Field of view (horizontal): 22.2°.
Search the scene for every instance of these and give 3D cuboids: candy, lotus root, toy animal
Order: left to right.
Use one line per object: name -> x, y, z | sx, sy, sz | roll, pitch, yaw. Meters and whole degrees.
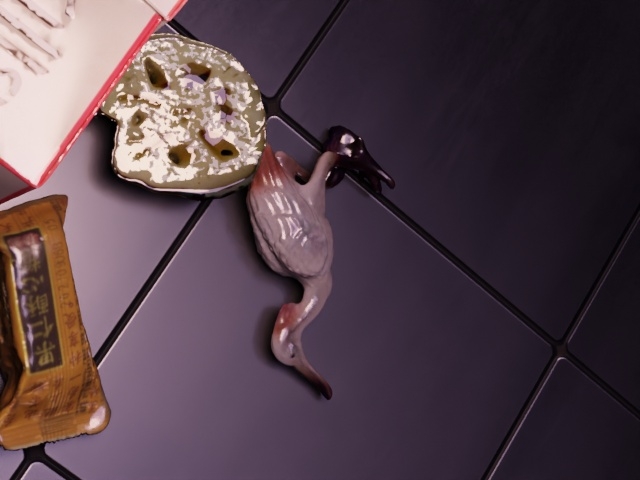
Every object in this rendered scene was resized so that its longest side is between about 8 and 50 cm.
candy -> -0.312, 0.093, 1.769 | 0.143, 0.101, 0.271 | -15, 98, -33
lotus root -> -0.165, -0.136, 1.871 | 0.204, 0.078, 0.183 | 19, 80, -16
toy animal -> -0.021, 0.006, 1.919 | 0.195, 0.090, 0.324 | 21, 75, -29

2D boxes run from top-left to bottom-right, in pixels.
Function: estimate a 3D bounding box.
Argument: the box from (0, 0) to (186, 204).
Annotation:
box -> -0.357, -0.236, 1.661 | 0.314, 0.312, 0.300 | 38, 72, -16
